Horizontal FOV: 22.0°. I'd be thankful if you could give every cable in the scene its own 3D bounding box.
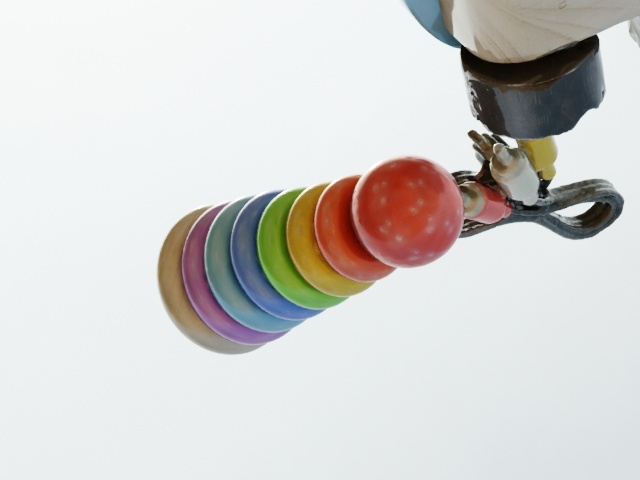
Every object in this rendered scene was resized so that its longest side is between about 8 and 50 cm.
[{"bbox_3d":[0.193,-0.028,1.488,0.139,0.287,0.072,-50,-128,8],"label":"cable"}]

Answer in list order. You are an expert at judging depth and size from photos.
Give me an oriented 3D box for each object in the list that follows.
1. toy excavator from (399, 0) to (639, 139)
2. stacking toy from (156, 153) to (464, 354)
[{"bbox_3d":[0.214,-0.339,1.343,0.433,0.222,0.445,-24,-140,-8],"label":"toy excavator"},{"bbox_3d":[0.000,0.000,1.381,0.330,0.141,0.141,-22,-135,51],"label":"stacking toy"}]
